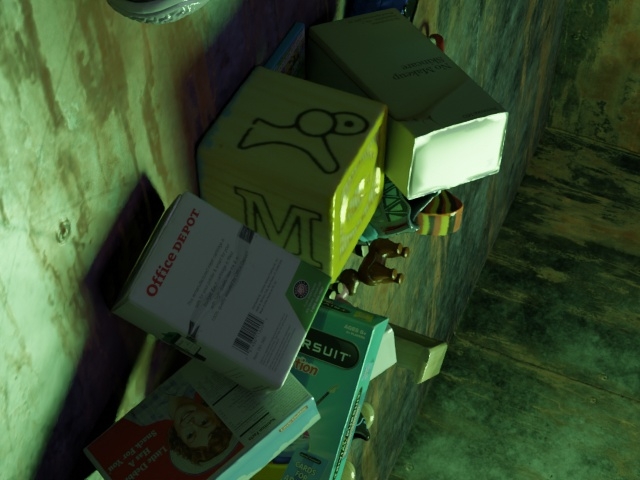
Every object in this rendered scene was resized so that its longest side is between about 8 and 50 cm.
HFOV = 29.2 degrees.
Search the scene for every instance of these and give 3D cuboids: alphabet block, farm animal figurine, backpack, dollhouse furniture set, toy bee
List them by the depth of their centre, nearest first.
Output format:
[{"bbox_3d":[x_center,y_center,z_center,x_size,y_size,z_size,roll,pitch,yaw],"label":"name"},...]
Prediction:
[{"bbox_3d":[-0.035,-0.090,1.662,0.193,0.197,0.192,90,25,-50],"label":"alphabet block"},{"bbox_3d":[0.000,0.000,1.981,0.330,0.172,0.326,-29,124,-56],"label":"farm animal figurine"},{"bbox_3d":[0.100,-0.356,1.987,0.098,0.101,0.120,-44,153,-55],"label":"backpack"},{"bbox_3d":[0.117,-0.095,2.221,0.162,0.298,0.195,-20,116,-21],"label":"toy bee"},{"bbox_3d":[0.050,0.344,2.342,0.362,0.256,0.394,2,106,-73],"label":"dollhouse furniture set"}]

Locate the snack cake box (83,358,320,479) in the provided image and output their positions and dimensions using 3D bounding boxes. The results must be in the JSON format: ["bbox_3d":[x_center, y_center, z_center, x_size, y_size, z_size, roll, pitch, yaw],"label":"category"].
[{"bbox_3d":[-0.149,0.247,1.572,0.264,0.152,0.089,-39,155,-12],"label":"snack cake box"}]

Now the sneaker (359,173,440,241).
[{"bbox_3d":[0.141,-0.101,1.837,0.104,0.125,0.262,54,48,-41],"label":"sneaker"}]

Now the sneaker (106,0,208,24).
[{"bbox_3d":[-0.101,-0.397,1.189,0.366,0.137,0.210,-59,163,-27],"label":"sneaker"}]

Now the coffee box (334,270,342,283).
[{"bbox_3d":[-0.010,0.075,2.226,0.113,0.040,0.184,91,23,-46],"label":"coffee box"}]

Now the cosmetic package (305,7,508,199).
[{"bbox_3d":[0.117,-0.206,1.786,0.160,0.309,0.113,-18,134,-24],"label":"cosmetic package"}]

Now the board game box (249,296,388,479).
[{"bbox_3d":[-0.071,0.235,1.813,0.079,0.254,0.336,-19,125,-70],"label":"board game box"}]

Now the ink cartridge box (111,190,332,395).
[{"bbox_3d":[-0.121,0.066,1.503,0.160,0.219,0.092,-64,-166,-23],"label":"ink cartridge box"}]

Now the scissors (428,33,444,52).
[{"bbox_3d":[0.236,-0.343,2.381,0.297,0.021,0.109,-117,-143,-77],"label":"scissors"}]

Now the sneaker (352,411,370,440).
[{"bbox_3d":[-0.024,0.365,2.123,0.232,0.090,0.081,-34,160,-6],"label":"sneaker"}]

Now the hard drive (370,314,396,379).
[{"bbox_3d":[-0.015,0.256,2.089,0.319,0.040,0.210,-33,160,-7],"label":"hard drive"}]

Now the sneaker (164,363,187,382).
[{"bbox_3d":[-0.154,0.153,1.719,0.101,0.153,0.268,-67,139,-84],"label":"sneaker"}]

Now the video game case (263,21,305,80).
[{"bbox_3d":[-0.053,-0.219,1.790,0.166,0.015,0.119,90,25,-49],"label":"video game case"}]

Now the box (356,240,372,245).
[{"bbox_3d":[0.077,-0.087,1.882,0.162,0.029,0.116,-55,132,-39],"label":"box"}]
